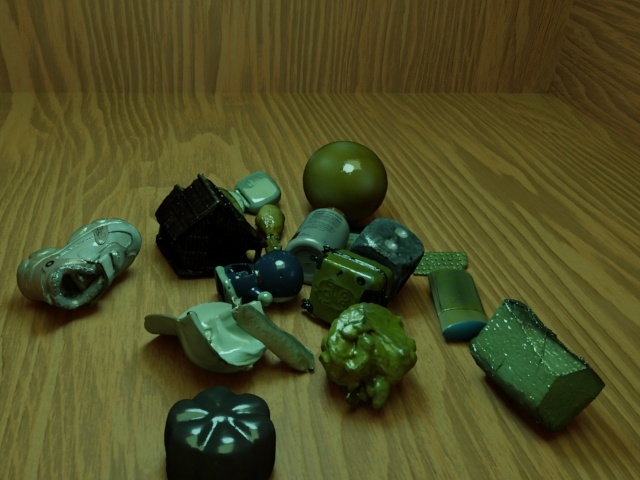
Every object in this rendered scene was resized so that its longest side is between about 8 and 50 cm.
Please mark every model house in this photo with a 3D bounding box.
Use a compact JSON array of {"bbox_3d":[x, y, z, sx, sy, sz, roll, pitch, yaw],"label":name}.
[{"bbox_3d":[-0.338,-0.067,1.982,0.297,0.283,0.317,-11,34,-25],"label":"model house"}]

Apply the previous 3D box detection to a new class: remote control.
[{"bbox_3d":[0.119,0.028,2.131,0.090,0.038,0.310,6,30,2],"label":"remote control"}]

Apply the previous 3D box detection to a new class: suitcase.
[{"bbox_3d":[0.080,0.134,1.791,0.234,0.194,0.143,22,24,26],"label":"suitcase"}]

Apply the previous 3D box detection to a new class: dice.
[{"bbox_3d":[0.182,0.057,1.909,0.181,0.182,0.183,37,39,11],"label":"dice"}]

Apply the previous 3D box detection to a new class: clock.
[{"bbox_3d":[-0.164,0.115,1.843,0.243,0.147,0.199,-14,30,-16],"label":"clock"}]

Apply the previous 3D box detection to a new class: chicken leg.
[{"bbox_3d":[-0.159,-0.033,2.152,0.107,0.087,0.252,6,34,-14],"label":"chicken leg"}]

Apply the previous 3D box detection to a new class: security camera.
[{"bbox_3d":[-0.284,-0.136,2.312,0.301,0.080,0.157,-29,65,-25],"label":"security camera"}]

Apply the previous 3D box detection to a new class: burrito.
[{"bbox_3d":[-0.121,0.229,1.600,0.275,0.059,0.082,41,14,-27],"label":"burrito"}]

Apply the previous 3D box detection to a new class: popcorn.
[{"bbox_3d":[0.109,0.280,1.582,0.233,0.192,0.266,15,52,-13],"label":"popcorn"}]

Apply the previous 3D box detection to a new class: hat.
[{"bbox_3d":[-0.296,0.243,1.624,0.301,0.168,0.257,-4,-2,33],"label":"hat"}]

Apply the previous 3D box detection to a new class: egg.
[{"bbox_3d":[0.086,-0.202,2.265,0.282,0.283,0.351,-10,12,-24],"label":"egg"}]

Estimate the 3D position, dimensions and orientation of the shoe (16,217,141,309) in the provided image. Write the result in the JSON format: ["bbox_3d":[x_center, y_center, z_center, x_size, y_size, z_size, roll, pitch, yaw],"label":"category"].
[{"bbox_3d":[-0.625,0.079,1.794,0.351,0.172,0.198,-34,37,-31],"label":"shoe"}]

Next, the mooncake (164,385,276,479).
[{"bbox_3d":[-0.205,0.410,1.345,0.244,0.134,0.245,4,23,-2],"label":"mooncake"}]

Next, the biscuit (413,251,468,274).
[{"bbox_3d":[0.383,0.075,2.112,0.203,0.016,0.144,1,30,-4],"label":"biscuit"}]

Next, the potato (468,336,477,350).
[{"bbox_3d":[0.433,0.277,1.748,0.083,0.040,0.051,-8,45,-19],"label":"potato"}]

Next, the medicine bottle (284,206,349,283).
[{"bbox_3d":[0.000,0.000,2.042,0.156,0.157,0.289,12,31,12],"label":"medicine bottle"}]

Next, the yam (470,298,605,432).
[{"bbox_3d":[0.521,0.304,1.565,0.201,0.202,0.271,31,11,-31],"label":"yam"}]

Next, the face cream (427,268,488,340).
[{"bbox_3d":[0.394,0.181,1.880,0.139,0.067,0.285,3,30,-1],"label":"face cream"}]

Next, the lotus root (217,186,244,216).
[{"bbox_3d":[-0.321,-0.081,2.158,0.138,0.138,0.214,-26,69,-41],"label":"lotus root"}]
